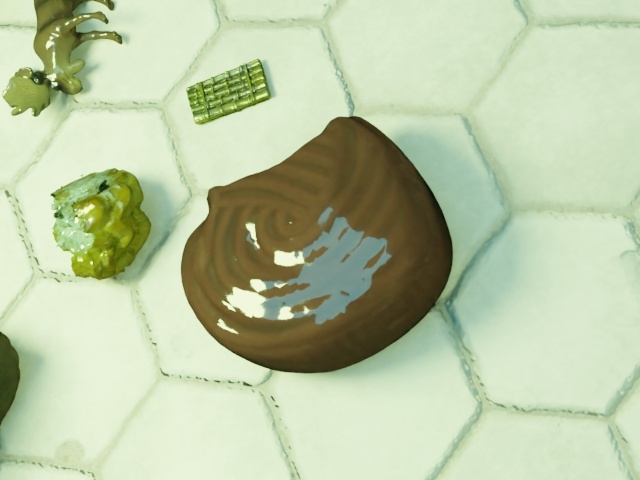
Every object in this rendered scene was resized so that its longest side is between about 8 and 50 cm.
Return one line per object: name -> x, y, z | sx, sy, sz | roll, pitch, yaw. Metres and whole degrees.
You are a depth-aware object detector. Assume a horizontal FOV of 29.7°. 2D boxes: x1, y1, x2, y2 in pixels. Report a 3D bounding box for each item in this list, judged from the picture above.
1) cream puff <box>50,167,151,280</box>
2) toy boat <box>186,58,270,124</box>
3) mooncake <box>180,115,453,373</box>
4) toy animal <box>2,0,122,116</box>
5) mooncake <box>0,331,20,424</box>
cream puff -> -0.296, -0.020, 1.633 | 0.121, 0.156, 0.156 | -14, 64, -32
toy boat -> -0.128, -0.206, 1.679 | 0.115, 0.016, 0.063 | -20, 71, 11
mooncake -> 0.000, 0.000, 1.501 | 0.326, 0.174, 0.333 | 6, 78, 21
toy animal -> -0.382, -0.282, 1.749 | 0.186, 0.093, 0.214 | -19, 63, 7
mooncake -> -0.503, 0.199, 1.575 | 0.124, 0.228, 0.228 | 23, 83, 23
